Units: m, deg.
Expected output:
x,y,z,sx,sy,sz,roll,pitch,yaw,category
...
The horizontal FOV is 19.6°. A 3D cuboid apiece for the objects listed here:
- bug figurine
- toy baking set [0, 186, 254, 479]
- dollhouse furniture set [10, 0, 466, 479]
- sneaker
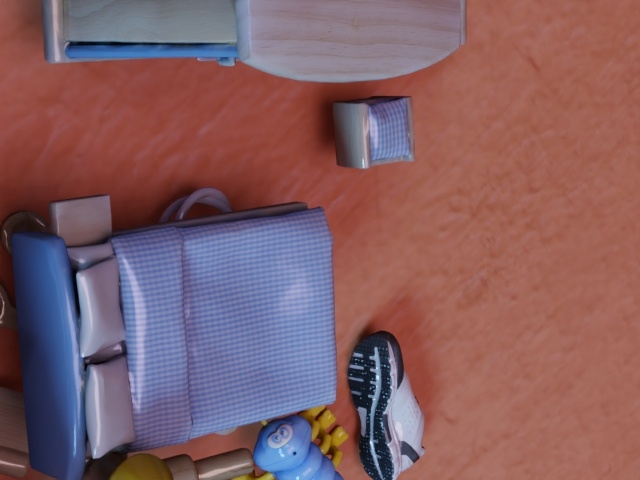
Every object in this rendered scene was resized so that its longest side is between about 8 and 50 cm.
x,y,z,sx,sy,sz,roll,pitch,yaw,category
-0.051,0.247,1.211,0.279,0.072,0.216,-46,122,-10,bug figurine
-0.110,0.072,1.119,0.256,0.030,0.197,-8,99,-20,toy baking set
0.000,0.000,1.038,0.286,0.198,0.303,-8,100,-37,dollhouse furniture set
0.047,0.108,1.249,0.043,0.040,0.109,-24,121,-39,sneaker
